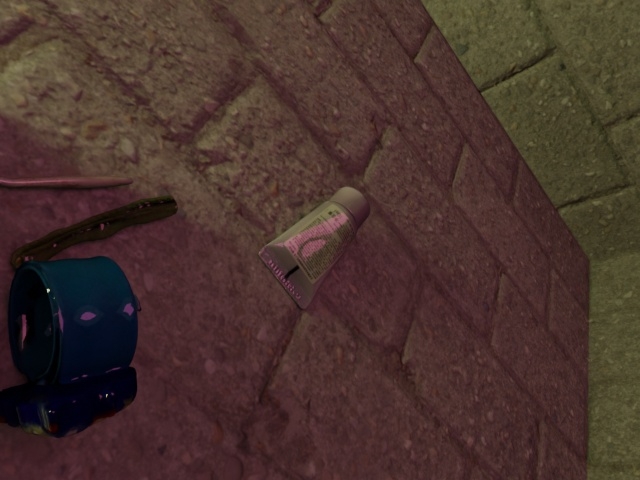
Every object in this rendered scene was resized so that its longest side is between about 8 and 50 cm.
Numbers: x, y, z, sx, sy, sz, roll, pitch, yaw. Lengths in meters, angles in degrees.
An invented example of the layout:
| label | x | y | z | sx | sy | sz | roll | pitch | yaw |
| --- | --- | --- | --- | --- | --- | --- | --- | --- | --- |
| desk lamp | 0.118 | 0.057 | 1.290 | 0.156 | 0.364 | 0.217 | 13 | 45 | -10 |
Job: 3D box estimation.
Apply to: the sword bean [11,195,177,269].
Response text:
| label | x | y | z | sx | sy | sz | roll | pitch | yaw |
| --- | --- | --- | --- | --- | --- | --- | --- | --- | --- |
| sword bean | -0.330 | -0.018 | 0.803 | 0.043 | 0.038 | 0.269 | 45 | 40 | 12 |

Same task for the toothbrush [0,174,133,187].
| label | x | y | z | sx | sy | sz | roll | pitch | yaw |
| --- | --- | --- | --- | --- | --- | --- | --- | --- | --- |
| toothbrush | -0.407 | -0.079 | 0.754 | 0.307 | 0.025 | 0.030 | -8 | 87 | -48 |

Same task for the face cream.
| label | x | y | z | sx | sy | sz | roll | pitch | yaw |
| --- | --- | --- | --- | --- | --- | --- | --- | --- | --- |
| face cream | 0.000 | 0.000 | 1.121 | 0.274 | 0.096 | 0.154 | -47 | 112 | -33 |

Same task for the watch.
| label | x | y | z | sx | sy | sz | roll | pitch | yaw |
| --- | --- | --- | --- | --- | --- | --- | --- | --- | --- |
| watch | -0.308 | 0.119 | 0.653 | 0.171 | 0.196 | 0.200 | 1 | 80 | -57 |
